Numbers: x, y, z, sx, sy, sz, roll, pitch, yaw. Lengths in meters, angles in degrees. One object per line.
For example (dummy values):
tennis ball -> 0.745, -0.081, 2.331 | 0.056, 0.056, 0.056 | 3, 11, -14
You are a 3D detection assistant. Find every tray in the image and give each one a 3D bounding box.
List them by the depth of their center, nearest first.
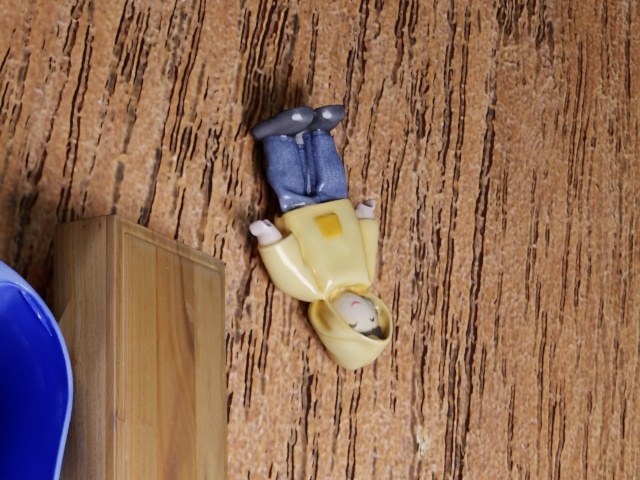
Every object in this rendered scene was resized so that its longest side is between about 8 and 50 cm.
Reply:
tray -> -0.160, 0.200, 1.390 | 0.203, 0.076, 0.411 | 28, 56, -61

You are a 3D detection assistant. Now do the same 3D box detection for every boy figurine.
boy figurine -> 0.000, 0.000, 1.626 | 0.177, 0.092, 0.285 | -4, 76, -42

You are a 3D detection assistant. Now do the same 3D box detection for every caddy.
caddy -> -0.337, 0.170, 1.239 | 0.241, 0.179, 0.341 | 21, 64, -32
